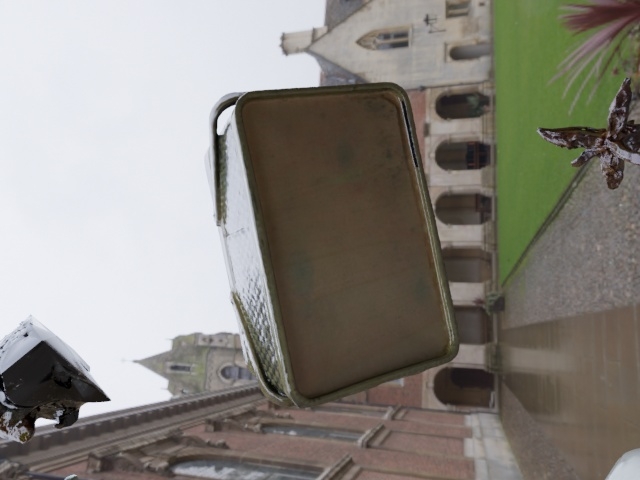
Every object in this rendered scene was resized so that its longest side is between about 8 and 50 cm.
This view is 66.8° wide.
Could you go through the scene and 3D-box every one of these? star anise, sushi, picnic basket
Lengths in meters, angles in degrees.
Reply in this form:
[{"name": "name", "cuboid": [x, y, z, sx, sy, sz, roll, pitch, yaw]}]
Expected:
[{"name": "star anise", "cuboid": [0.417, -0.130, 0.704, 0.158, 0.140, 0.144, 43, -134, -5]}, {"name": "sushi", "cuboid": [-0.597, 0.283, 0.970, 0.212, 0.227, 0.215, -44, -49, -25]}, {"name": "picnic basket", "cuboid": [0.000, 0.000, 0.439, 0.139, 0.165, 0.267, 167, 91, -68]}]

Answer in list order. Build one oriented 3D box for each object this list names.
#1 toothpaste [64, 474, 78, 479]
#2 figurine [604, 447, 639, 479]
[{"name": "toothpaste", "cuboid": [-0.178, 0.236, 0.349, 0.037, 0.021, 0.140, -5, -82, -54]}, {"name": "figurine", "cuboid": [0.721, 0.536, 0.861, 0.274, 0.394, 0.227, 1, -64, -54]}]
